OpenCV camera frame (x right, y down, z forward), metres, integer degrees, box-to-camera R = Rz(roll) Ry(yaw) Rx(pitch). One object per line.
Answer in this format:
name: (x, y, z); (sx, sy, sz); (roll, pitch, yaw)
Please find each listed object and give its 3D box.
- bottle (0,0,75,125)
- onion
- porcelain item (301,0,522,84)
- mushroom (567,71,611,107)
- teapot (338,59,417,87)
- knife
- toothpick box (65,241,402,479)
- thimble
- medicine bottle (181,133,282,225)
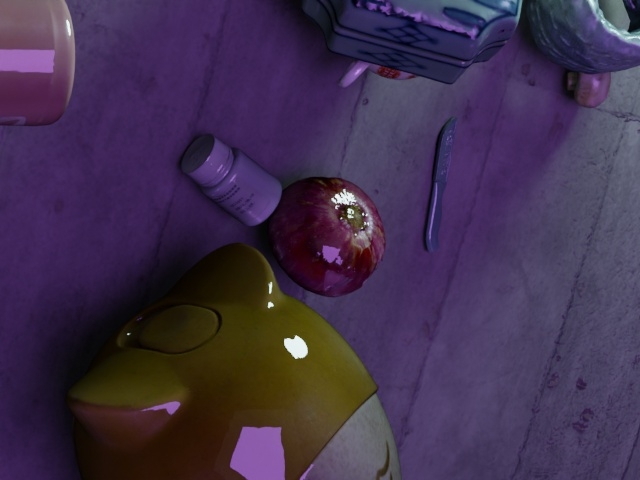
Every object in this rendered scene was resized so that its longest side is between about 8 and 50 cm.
bottle: (-0.457, -0.207, 1.691); (0.297, 0.173, 0.206); (-4, 139, -30)
onion: (0.006, -0.006, 2.014); (0.153, 0.177, 0.177); (-21, 122, 22)
porcelain item: (0.131, -0.374, 1.902); (0.282, 0.157, 0.285); (16, 70, -6)
mushroom: (0.418, -0.248, 2.235); (0.068, 0.083, 0.083); (4, 106, 13)
teapot: (0.099, -0.294, 1.999); (0.159, 0.116, 0.245); (45, 62, -22)
knife: (0.181, -0.084, 2.177); (0.028, 0.015, 0.210); (2, 102, -23)
toothpick box: (-0.119, 0.264, 1.884); (0.409, 0.409, 0.425); (-35, 120, -17)
thimble: (0.443, -0.358, 2.128); (0.250, 0.172, 0.204); (-18, 89, -25)
medicine bottle: (-0.123, -0.084, 1.963); (0.130, 0.080, 0.080); (38, 84, -31)
